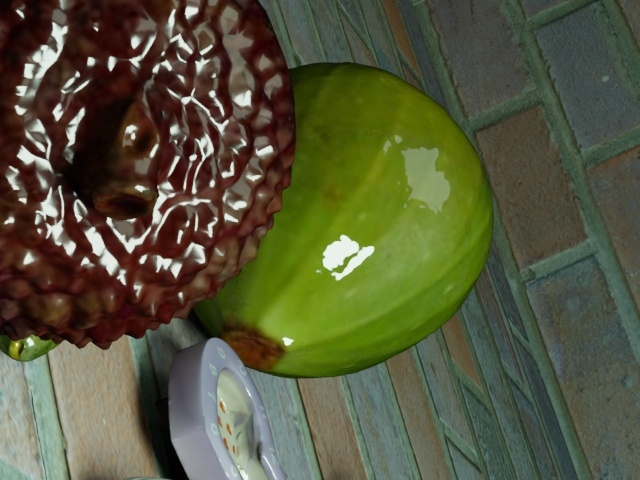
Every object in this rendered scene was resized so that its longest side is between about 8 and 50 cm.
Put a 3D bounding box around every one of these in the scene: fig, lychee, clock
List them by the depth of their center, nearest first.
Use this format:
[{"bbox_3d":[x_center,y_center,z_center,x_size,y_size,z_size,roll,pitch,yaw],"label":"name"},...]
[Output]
[{"bbox_3d":[-0.166,-0.085,1.185,0.306,0.306,0.330,59,-13,-26],"label":"lychee"},{"bbox_3d":[-0.086,0.175,1.500,0.172,0.064,0.198,35,33,-66],"label":"clock"},{"bbox_3d":[0.000,0.000,1.713,0.316,0.316,0.316,59,14,-25],"label":"fig"}]

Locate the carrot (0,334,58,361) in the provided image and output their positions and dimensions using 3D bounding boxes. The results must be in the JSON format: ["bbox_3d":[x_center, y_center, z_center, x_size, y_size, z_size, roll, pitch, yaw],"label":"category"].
[{"bbox_3d":[-0.182,0.014,1.404,0.074,0.074,0.358,62,15,-16],"label":"carrot"}]

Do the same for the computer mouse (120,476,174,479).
[{"bbox_3d":[-0.052,0.283,1.322,0.297,0.121,0.184,57,17,-38],"label":"computer mouse"}]
